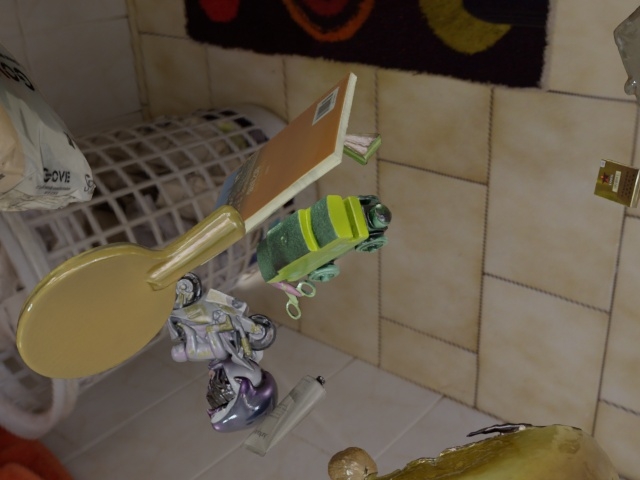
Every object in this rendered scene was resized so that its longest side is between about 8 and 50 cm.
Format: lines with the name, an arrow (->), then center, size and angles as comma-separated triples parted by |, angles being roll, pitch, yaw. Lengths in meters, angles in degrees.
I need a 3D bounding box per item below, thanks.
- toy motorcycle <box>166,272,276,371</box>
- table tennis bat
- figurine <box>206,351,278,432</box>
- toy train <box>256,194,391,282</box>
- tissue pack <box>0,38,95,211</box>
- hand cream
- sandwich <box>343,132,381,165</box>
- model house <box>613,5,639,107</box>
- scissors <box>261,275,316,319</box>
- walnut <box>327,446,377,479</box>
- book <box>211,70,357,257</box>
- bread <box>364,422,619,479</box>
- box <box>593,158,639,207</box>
toy motorcycle -> -0.201, 0.162, 1.350 | 0.225, 0.152, 0.073 | 29, 169, 10
table tennis bat -> -0.230, 0.061, 0.948 | 0.050, 0.321, 0.198 | 44, 165, 37
figurine -> -0.151, 0.282, 1.466 | 0.145, 0.222, 0.145 | -2, 126, -3
toy train -> 0.000, 0.000, 2.194 | 0.442, 0.272, 0.179 | -33, 66, 45
tissue pack -> -0.526, -0.191, 1.061 | 0.195, 0.375, 0.390 | -39, 90, 13
hand cream -> -0.059, 0.310, 1.336 | 0.087, 0.186, 0.054 | -4, 123, 57
sandwich -> 0.084, -0.255, 1.888 | 0.116, 0.074, 0.074 | 33, 171, 12
model house -> 0.650, -0.363, 1.314 | 0.219, 0.229, 0.199 | -26, 92, 55
scissors -> -0.105, 0.143, 2.316 | 0.187, 0.020, 0.133 | 40, 110, 22
walnut -> 0.070, 0.518, 1.689 | 0.124, 0.105, 0.105 | -25, 92, 48
book -> -0.082, -0.130, 1.368 | 0.028, 0.262, 0.374 | 38, 127, -24
bread -> 0.139, 0.266, 0.647 | 0.261, 0.156, 0.158 | -19, 91, 13
box -> 0.690, -0.133, 1.734 | 0.133, 0.023, 0.090 | -138, 54, -66
